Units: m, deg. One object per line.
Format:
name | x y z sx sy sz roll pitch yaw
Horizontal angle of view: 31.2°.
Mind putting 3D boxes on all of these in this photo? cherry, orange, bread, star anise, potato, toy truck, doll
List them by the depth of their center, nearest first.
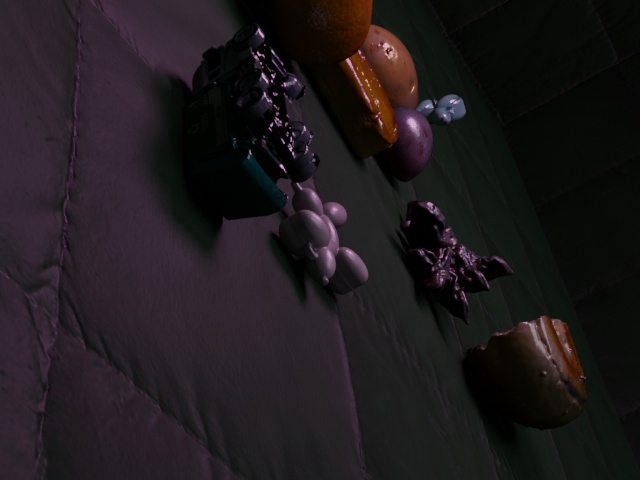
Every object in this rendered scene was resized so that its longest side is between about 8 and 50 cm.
toy truck | -0.082 -0.130 1.278 0.114 0.124 0.253 51 17 -36
doll | 0.000 0.000 1.434 0.160 0.059 0.161 38 29 -55
orange | -0.013 -0.385 1.803 0.224 0.170 0.224 169 -90 -75
bread | 0.048 -0.260 1.972 0.245 0.094 0.102 60 21 -9
star anise | 0.218 0.026 1.992 0.212 0.129 0.283 44 13 -2
bread | 0.374 0.238 2.009 0.192 0.171 0.314 67 17 8
cherry | 0.136 -0.188 2.124 0.188 0.115 0.148 13 89 -60
potato | 0.119 -0.317 2.230 0.234 0.146 0.150 49 51 -42
doll | 0.224 -0.263 2.407 0.159 0.158 0.059 -93 163 -69

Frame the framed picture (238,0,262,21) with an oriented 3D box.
framed picture | -0.185 -0.529 1.824 0.347 0.016 0.265 56 17 -23
